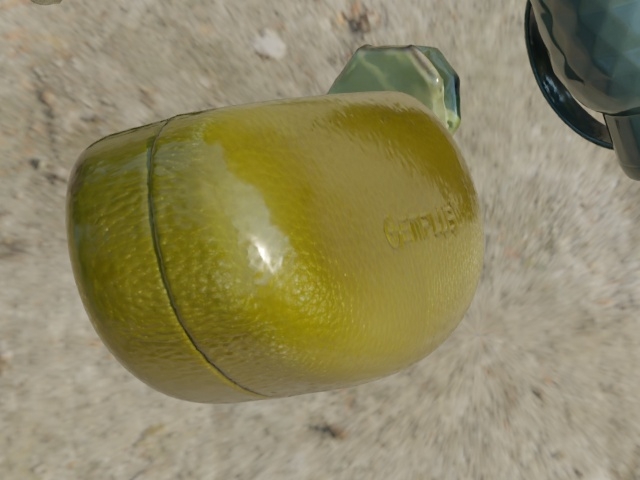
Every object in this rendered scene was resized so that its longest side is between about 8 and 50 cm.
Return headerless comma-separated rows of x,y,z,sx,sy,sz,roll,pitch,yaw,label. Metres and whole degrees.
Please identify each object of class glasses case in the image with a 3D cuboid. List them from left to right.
0.000,0.000,0.989,0.141,0.371,0.173,-10,93,23,glasses case

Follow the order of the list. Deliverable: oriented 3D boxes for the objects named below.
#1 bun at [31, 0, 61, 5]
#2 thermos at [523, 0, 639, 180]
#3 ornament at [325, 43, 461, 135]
-0.255,-0.327,1.509,0.273,0.168,0.272,-2,60,4,bun
0.233,-0.187,1.335,0.145,0.182,0.286,-34,116,-34,thermos
0.039,-0.071,1.435,0.180,0.059,0.201,4,101,33,ornament
